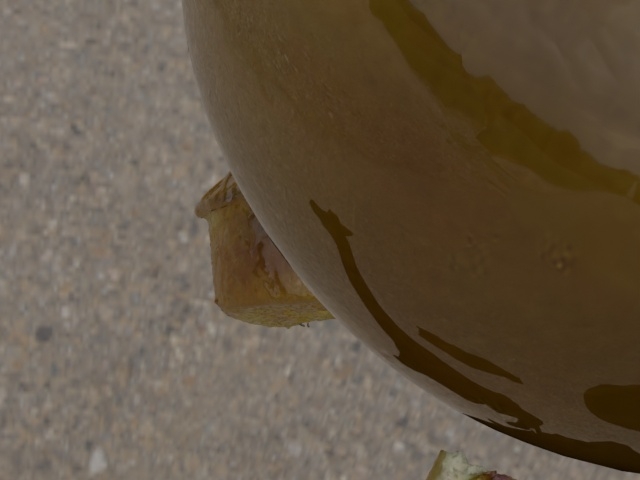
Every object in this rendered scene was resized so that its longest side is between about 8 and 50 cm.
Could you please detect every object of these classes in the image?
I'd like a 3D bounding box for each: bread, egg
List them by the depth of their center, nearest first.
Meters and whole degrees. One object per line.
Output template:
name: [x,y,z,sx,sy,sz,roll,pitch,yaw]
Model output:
egg: [0.100,-0.079,0.521,0.283,0.282,0.351,-15,36,-21]
bread: [0.000,0.000,1.249,0.139,0.229,0.143,4,79,-55]

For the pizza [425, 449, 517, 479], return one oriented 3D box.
pizza: [0.133,0.234,0.871,0.223,0.089,0.323,-14,48,18]
